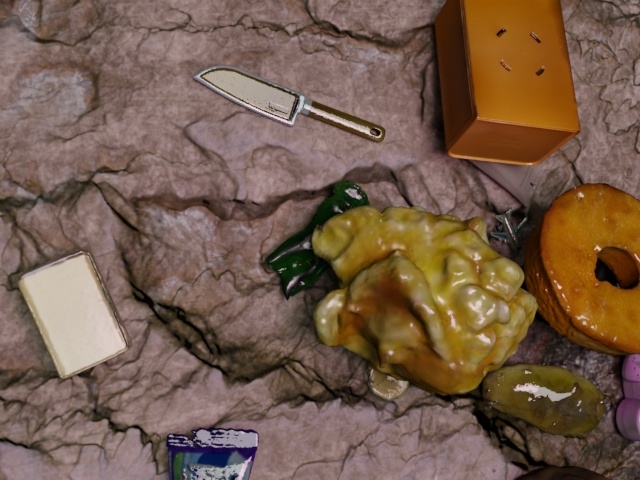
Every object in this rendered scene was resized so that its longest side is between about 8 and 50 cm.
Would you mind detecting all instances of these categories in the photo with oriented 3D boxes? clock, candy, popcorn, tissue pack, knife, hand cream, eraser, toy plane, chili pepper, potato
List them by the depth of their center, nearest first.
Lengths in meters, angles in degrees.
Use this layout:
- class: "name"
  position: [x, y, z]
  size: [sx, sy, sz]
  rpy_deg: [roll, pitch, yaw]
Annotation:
- class: "eraser"
  position: [-0.372, 0.109, 1.255]
  size: [0.117, 0.058, 0.172]
  rpy_deg: [-25, 92, -17]
- class: "candy"
  position: [-0.168, 0.428, 1.281]
  size: [0.145, 0.070, 0.275]
  rpy_deg: [1, 89, -9]
- class: "popcorn"
  position: [0.162, 0.089, 1.302]
  size: [0.279, 0.335, 0.274]
  rpy_deg: [43, 68, -53]
- class: "chili pepper"
  position: [0.001, 0.000, 1.375]
  size: [0.098, 0.061, 0.224]
  rpy_deg: [44, 73, -15]
- class: "knife"
  position: [-0.048, -0.224, 1.400]
  size: [0.343, 0.027, 0.061]
  rpy_deg: [20, 84, -13]
- class: "tissue pack"
  position: [0.306, -0.285, 1.417]
  size: [0.194, 0.145, 0.275]
  rpy_deg: [6, 67, -17]
- class: "potato"
  position: [0.389, 0.273, 1.445]
  size: [0.225, 0.090, 0.117]
  rpy_deg: [15, 87, -8]
- class: "hand cream"
  position: [0.319, -0.142, 1.489]
  size: [0.186, 0.054, 0.087]
  rpy_deg: [31, 76, -16]
- class: "toy plane"
  position: [0.340, -0.015, 1.489]
  size: [0.080, 0.033, 0.083]
  rpy_deg: [-22, 98, -18]
- class: "clock"
  position: [0.659, 0.256, 1.527]
  size: [0.227, 0.090, 0.248]
  rpy_deg: [9, 81, -15]

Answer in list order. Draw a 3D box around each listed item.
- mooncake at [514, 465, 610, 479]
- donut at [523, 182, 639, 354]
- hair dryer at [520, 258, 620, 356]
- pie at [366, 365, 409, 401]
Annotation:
- class: "mooncake"
  position: [0.429, 0.529, 1.394]
  size: [0.290, 0.161, 0.291]
  rpy_deg: [2, 83, -18]
- class: "donut"
  position: [0.464, 0.056, 1.368]
  size: [0.302, 0.110, 0.303]
  rpy_deg: [9, 66, -20]
- class: "hair dryer"
  position: [0.477, 0.027, 1.500]
  size: [0.244, 0.116, 0.303]
  rpy_deg: [27, 67, -12]
- class: "pie"
  position: [0.117, 0.231, 1.406]
  size: [0.084, 0.020, 0.085]
  rpy_deg: [1, 86, -15]
